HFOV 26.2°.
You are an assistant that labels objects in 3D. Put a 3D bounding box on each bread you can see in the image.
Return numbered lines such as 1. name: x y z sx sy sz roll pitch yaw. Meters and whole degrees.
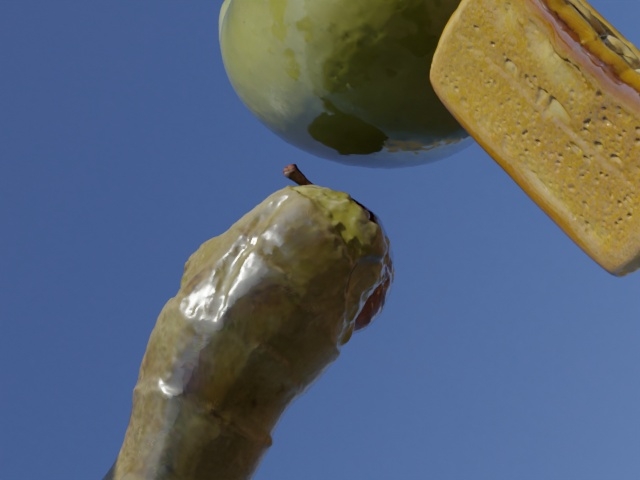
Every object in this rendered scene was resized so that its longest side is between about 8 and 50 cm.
1. bread: 0.155 -0.078 0.827 0.077 0.200 0.116 -15 -34 -44

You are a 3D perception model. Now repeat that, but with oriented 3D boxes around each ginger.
1. ginger: -0.056 0.077 0.934 0.116 0.109 0.263 30 -90 -35

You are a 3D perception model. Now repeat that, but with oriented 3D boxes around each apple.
1. apple: 0.060 -0.200 1.136 0.233 0.257 0.295 -90 24 -79

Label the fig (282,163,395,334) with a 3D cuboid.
1. fig: 0.001 0.005 1.124 0.128 0.128 0.150 -11 -75 -46
